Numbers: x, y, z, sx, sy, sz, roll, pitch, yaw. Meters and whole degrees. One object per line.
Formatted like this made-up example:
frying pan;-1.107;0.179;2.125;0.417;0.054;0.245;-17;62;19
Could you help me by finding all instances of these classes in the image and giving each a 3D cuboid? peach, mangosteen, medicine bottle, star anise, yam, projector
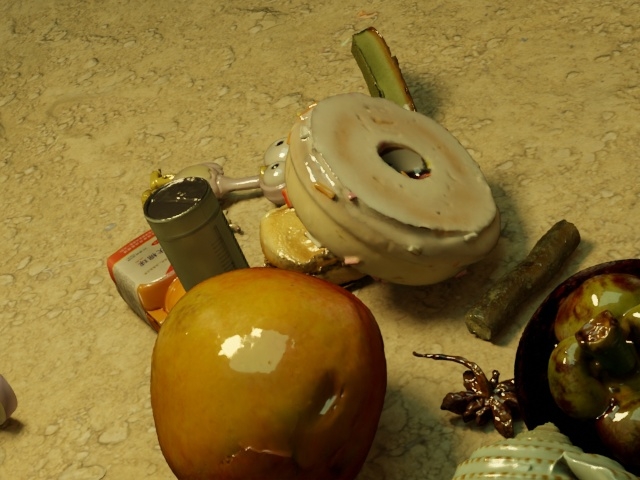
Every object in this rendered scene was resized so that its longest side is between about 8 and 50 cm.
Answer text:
peach;-0.073;0.204;1.545;0.372;0.290;0.373;-12;40;10
mangosteen;0.380;0.174;1.367;0.297;0.297;0.313;-16;17;4
medicine bottle;-0.248;0.072;1.957;0.149;0.112;0.222;-34;37;-20
star anise;0.210;0.203;1.597;0.190;0.070;0.097;19;60;26
yam;0.315;0.058;1.763;0.061;0.061;0.253;19;49;42
projector;-0.151;0.063;1.732;0.108;0.337;0.108;-15;35;11

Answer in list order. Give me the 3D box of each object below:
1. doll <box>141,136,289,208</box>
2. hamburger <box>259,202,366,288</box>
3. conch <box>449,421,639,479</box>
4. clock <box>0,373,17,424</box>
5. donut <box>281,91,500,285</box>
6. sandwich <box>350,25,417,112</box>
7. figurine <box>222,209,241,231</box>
doll;-0.153;-0.114;2.179;0.365;0.094;0.160;-12;30;14
hamburger;-0.001;-0.001;1.944;0.213;0.108;0.214;-13;36;10
conch;0.277;0.360;1.233;0.303;0.319;0.215;-9;1;42
clock;-0.585;0.238;1.856;0.198;0.172;0.064;36;51;6
donut;0.106;-0.079;1.837;0.382;0.142;0.383;21;37;-17
sandwich;0.135;-0.291;2.270;0.063;0.245;0.212;-23;0;1
figurine;-0.192;-0.017;2.116;0.083;0.047;0.050;-31;47;-8
